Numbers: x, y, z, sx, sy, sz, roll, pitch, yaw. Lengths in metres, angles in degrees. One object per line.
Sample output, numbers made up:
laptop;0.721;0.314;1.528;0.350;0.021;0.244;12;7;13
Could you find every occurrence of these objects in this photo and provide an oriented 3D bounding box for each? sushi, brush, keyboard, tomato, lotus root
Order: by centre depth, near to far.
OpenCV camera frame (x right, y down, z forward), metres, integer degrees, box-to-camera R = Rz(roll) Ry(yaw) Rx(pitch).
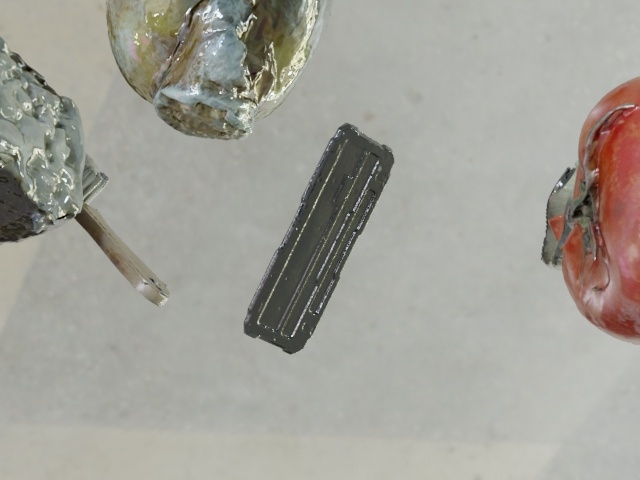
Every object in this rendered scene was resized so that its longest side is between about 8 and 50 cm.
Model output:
tomato;0.232;-0.021;0.986;0.151;0.187;0.187;-7;139;-6
lotus root;-0.061;-0.232;1.201;0.175;0.349;0.175;15;154;8
sushi;-0.417;-0.116;1.698;0.207;0.234;0.348;-21;130;25
keyboard;0.000;0.000;1.753;0.106;0.016;0.262;28;87;-41
brush;-0.263;-0.039;1.839;0.065;0.327;0.070;-45;145;1

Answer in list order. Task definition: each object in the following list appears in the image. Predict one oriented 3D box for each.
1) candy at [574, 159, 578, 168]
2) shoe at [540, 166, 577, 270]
candy;0.338;0.028;1.567;0.078;0.287;0.084;-17;149;-28
shoe;0.319;-0.011;1.905;0.074;0.077;0.194;-55;157;-25
